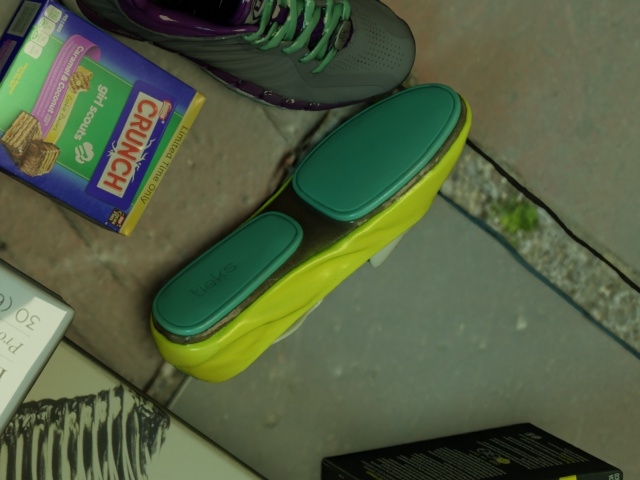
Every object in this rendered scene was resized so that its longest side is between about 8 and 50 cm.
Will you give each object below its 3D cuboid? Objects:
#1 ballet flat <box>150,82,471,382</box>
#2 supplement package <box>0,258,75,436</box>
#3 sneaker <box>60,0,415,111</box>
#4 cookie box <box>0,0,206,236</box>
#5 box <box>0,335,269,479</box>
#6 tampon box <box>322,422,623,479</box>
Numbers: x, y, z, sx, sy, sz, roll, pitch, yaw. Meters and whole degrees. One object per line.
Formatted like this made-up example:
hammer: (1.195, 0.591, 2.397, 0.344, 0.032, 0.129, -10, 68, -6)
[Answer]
ballet flat: (0.000, 0.000, 0.967, 0.231, 0.077, 0.077, -40, 138, -12)
supplement package: (-0.256, 0.106, 0.706, 0.177, 0.175, 0.293, 32, 84, -8)
sneaker: (-0.031, -0.116, 0.901, 0.223, 0.098, 0.083, 11, 96, -29)
cookie box: (-0.130, -0.066, 0.892, 0.107, 0.040, 0.092, 31, 85, -31)
box: (-0.118, 0.136, 0.913, 0.275, 0.094, 0.113, 38, 82, -29)
tampon box: (0.093, 0.195, 1.034, 0.161, 0.101, 0.120, -6, 103, -27)
